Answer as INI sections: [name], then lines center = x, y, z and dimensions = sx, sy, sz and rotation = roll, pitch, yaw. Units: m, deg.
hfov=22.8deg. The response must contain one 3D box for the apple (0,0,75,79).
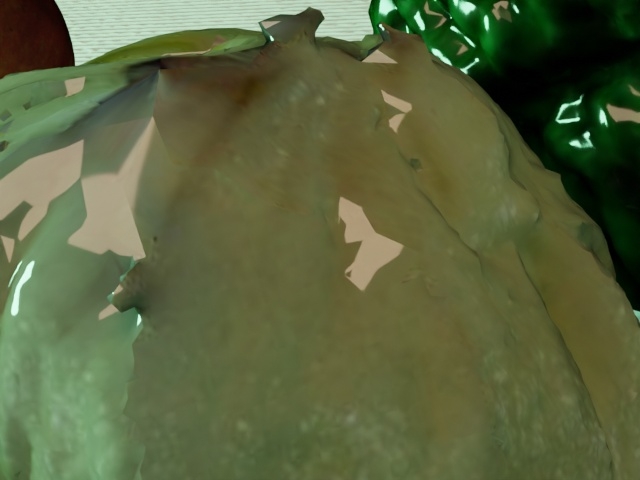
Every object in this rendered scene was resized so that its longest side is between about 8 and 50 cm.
[apple]
center = -0.232, -0.098, 0.968
dimensions = 0.147, 0.156, 0.158
rotation = -1, 52, 18

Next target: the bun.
[bun]
center = -0.032, 0.034, 0.485
dimensions = 0.281, 0.205, 0.281
rotation = -8, 24, 4

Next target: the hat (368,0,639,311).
[hat]
center = 0.177, -0.029, 0.594
dimensions = 0.274, 0.242, 0.332
rotation = -7, 50, -18
